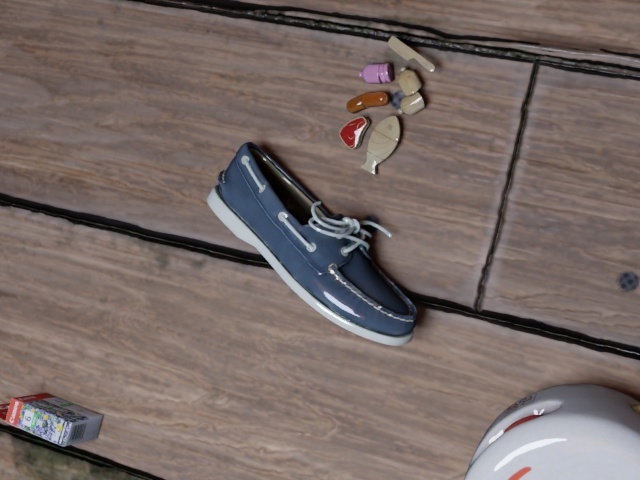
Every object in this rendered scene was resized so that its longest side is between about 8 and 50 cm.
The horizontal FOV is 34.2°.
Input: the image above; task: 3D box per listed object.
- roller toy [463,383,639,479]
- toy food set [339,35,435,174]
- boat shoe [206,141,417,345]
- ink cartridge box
[{"bbox_3d":[0.216,0.220,0.869,0.191,0.146,0.209,12,100,14],"label":"roller toy"},{"bbox_3d":[0.061,-0.133,1.019,0.078,0.019,0.122,40,107,18],"label":"toy food set"},{"bbox_3d":[0.000,0.000,0.994,0.254,0.095,0.079,41,112,26],"label":"boat shoe"},{"bbox_3d":[-0.296,0.182,1.100,0.115,0.063,0.029,18,93,20],"label":"ink cartridge box"}]
